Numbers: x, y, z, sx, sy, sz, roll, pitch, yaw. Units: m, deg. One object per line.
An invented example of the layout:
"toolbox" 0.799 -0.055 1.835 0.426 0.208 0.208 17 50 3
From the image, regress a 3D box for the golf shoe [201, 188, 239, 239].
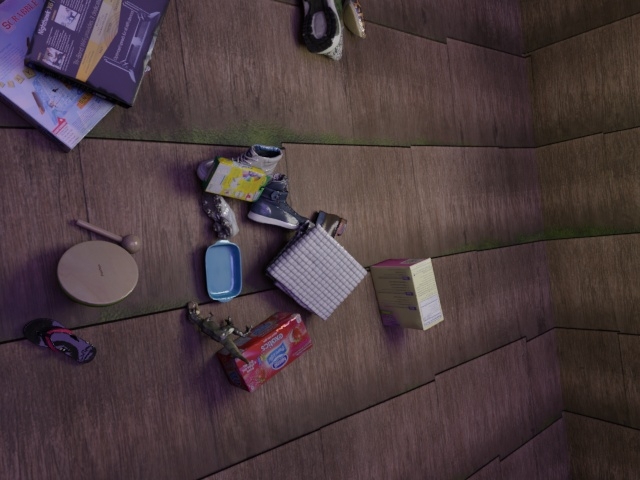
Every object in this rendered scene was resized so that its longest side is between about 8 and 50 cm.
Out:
"golf shoe" -0.302 -0.089 1.426 0.086 0.069 0.176 -24 95 -68

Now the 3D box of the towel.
"towel" -0.018 0.094 1.531 0.235 0.121 0.284 -46 118 2

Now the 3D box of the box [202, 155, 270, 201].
"box" -0.243 -0.177 1.379 0.179 0.043 0.105 13 123 -39

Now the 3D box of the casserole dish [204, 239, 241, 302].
"casserole dish" -0.297 0.091 1.412 0.114 0.037 0.188 -6 97 -37

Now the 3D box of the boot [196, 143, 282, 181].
"boot" -0.239 -0.241 1.418 0.259 0.123 0.095 -14 67 -41

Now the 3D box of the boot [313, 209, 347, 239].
"boot" 0.000 0.000 1.644 0.106 0.082 0.219 29 76 -7

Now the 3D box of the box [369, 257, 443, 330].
"box" 0.322 0.196 1.765 0.117 0.214 0.242 -17 97 -36

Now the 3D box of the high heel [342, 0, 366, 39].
"high heel" 0.160 -0.908 1.794 0.186 0.093 0.261 -30 96 -28

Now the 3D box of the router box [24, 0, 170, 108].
"router box" -0.534 -0.515 1.138 0.243 0.081 0.308 20 87 -34

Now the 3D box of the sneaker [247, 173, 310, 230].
"sneaker" -0.108 -0.125 1.517 0.226 0.086 0.163 12 104 -35

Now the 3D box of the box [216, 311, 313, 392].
"box" -0.168 0.334 1.441 0.257 0.128 0.122 -31 105 -35

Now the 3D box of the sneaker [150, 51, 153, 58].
"sneaker" -0.502 -0.646 1.255 0.178 0.124 0.295 -38 109 -11

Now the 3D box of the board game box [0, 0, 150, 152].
"board game box" -0.657 -0.442 1.169 0.318 0.066 0.318 44 63 -26

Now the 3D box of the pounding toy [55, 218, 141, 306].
"pounding toy" -0.567 0.083 1.195 0.183 0.110 0.236 17 47 -24

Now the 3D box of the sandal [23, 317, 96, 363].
"sandal" -0.633 0.247 1.153 0.179 0.040 0.067 39 65 -28

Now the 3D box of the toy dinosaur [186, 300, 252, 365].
"toy dinosaur" -0.272 0.265 1.355 0.118 0.268 0.064 -19 137 -57

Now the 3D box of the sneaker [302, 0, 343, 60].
"sneaker" 0.021 -0.834 1.694 0.182 0.158 0.409 20 70 -67
